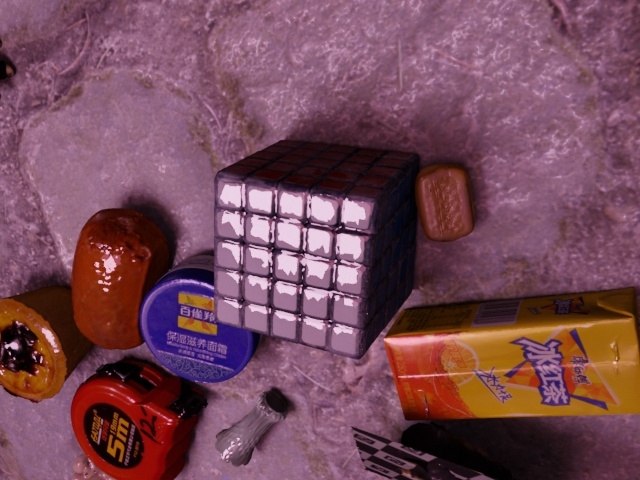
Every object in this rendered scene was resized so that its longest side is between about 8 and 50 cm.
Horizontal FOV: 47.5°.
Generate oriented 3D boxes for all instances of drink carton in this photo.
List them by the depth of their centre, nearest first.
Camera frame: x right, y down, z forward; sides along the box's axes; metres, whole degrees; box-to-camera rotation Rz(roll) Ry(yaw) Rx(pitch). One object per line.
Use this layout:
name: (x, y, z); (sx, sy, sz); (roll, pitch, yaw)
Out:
drink carton: (0.285, 0.172, 1.066); (0.351, 0.111, 0.154); (-9, 106, 25)

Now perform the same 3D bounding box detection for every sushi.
sushi: (0.223, 0.351, 1.130); (0.339, 0.068, 0.320); (16, 155, 18)

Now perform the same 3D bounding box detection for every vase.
vase: (-0.121, 0.337, 1.325); (0.081, 0.081, 0.148); (42, 116, 4)

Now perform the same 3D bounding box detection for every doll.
doll: (-0.406, 0.540, 1.511); (0.278, 0.119, 0.154); (34, 119, 20)

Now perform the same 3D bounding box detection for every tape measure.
tape measure: (-0.358, 0.348, 1.410); (0.260, 0.114, 0.253); (27, 118, 16)

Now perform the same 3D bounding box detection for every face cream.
face cream: (-0.195, 0.131, 1.246); (0.206, 0.111, 0.205); (6, 117, 11)

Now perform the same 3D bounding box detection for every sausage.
sausage: (-0.355, 0.072, 1.277); (0.141, 0.153, 0.268); (18, 117, 10)

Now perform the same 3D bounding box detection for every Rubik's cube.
Rubik's cube: (0.000, 0.000, 1.048); (0.238, 0.237, 0.236); (10, 112, 20)

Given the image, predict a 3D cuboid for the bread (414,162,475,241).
bread: (0.179, -0.057, 1.052); (0.082, 0.056, 0.115); (-15, 107, 5)

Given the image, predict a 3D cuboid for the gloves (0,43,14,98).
gloves: (-0.691, -0.333, 1.288); (0.301, 0.152, 0.197); (23, 145, -1)

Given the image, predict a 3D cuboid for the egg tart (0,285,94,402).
egg tart: (-0.535, 0.188, 1.391); (0.215, 0.171, 0.215); (8, 112, 21)
